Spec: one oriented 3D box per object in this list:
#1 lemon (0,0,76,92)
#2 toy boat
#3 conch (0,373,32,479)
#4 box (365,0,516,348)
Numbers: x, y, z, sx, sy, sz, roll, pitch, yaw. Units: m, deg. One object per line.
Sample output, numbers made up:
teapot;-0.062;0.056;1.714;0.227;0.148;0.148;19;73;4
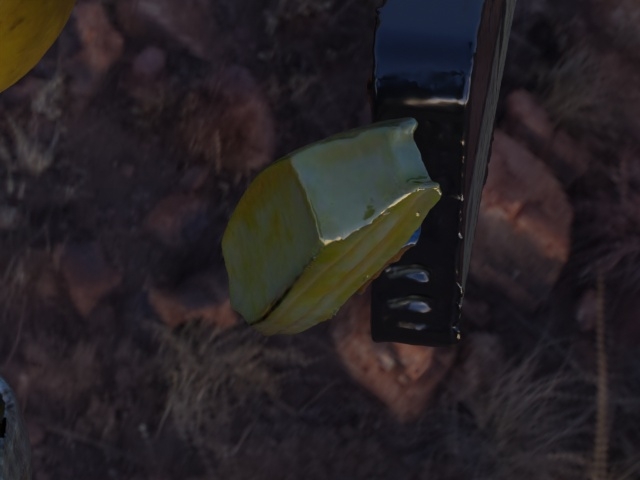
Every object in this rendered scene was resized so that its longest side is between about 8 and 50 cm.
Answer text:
lemon;-0.287;-0.219;1.083;0.297;0.297;0.297;6;65;-12
toy boat;0.000;0.000;0.719;0.066;0.172;0.065;-12;72;-30
conch;-0.199;0.119;0.785;0.130;0.207;0.155;15;91;-29
box;0.077;-0.126;0.945;0.058;0.211;0.350;7;44;7
